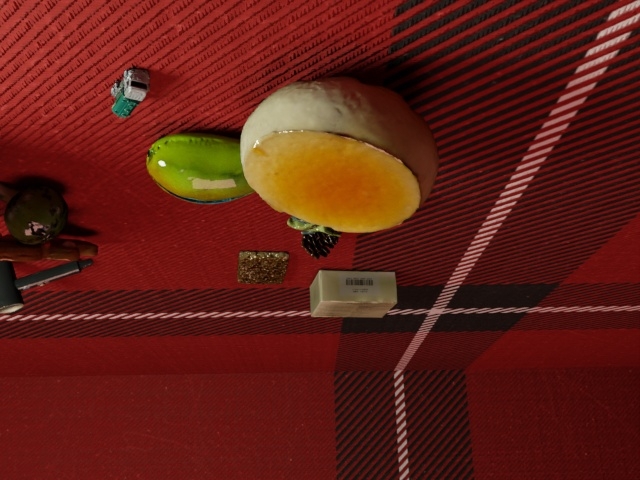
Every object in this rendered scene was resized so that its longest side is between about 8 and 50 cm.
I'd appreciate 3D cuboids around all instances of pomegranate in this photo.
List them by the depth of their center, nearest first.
[{"bbox_3d":[-0.560,-0.061,1.409,0.161,0.122,0.122,37,159,5],"label":"pomegranate"}]

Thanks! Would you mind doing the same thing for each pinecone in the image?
[{"bbox_3d":[0.000,0.000,1.633,0.077,0.077,0.083,13,152,-34],"label":"pinecone"}]

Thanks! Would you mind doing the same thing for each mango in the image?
[{"bbox_3d":[-0.174,-0.120,1.238,0.233,0.111,0.125,2,166,-15],"label":"mango"}]

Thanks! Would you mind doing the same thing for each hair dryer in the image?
[{"bbox_3d":[-0.693,0.078,1.818,0.255,0.128,0.070,-20,169,-12],"label":"hair dryer"}]

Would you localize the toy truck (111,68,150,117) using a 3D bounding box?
[{"bbox_3d":[-0.278,-0.214,1.073,0.039,0.044,0.083,8,158,-32],"label":"toy truck"}]

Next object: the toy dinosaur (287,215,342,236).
[{"bbox_3d":[0.071,-0.058,1.467,0.259,0.094,0.153,-2,162,-21],"label":"toy dinosaur"}]

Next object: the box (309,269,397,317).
[{"bbox_3d":[0.087,0.148,2.015,0.212,0.095,0.168,2,161,-11],"label":"box"}]

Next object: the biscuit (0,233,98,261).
[{"bbox_3d":[-0.593,0.011,1.529,0.205,0.049,0.324,6,-176,8],"label":"biscuit"}]

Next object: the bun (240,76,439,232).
[{"bbox_3d":[0.032,-0.143,1.112,0.299,0.164,0.299,12,151,7],"label":"bun"}]

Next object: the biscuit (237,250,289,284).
[{"bbox_3d":[-0.151,0.075,1.902,0.131,0.025,0.231,1,160,-6],"label":"biscuit"}]
